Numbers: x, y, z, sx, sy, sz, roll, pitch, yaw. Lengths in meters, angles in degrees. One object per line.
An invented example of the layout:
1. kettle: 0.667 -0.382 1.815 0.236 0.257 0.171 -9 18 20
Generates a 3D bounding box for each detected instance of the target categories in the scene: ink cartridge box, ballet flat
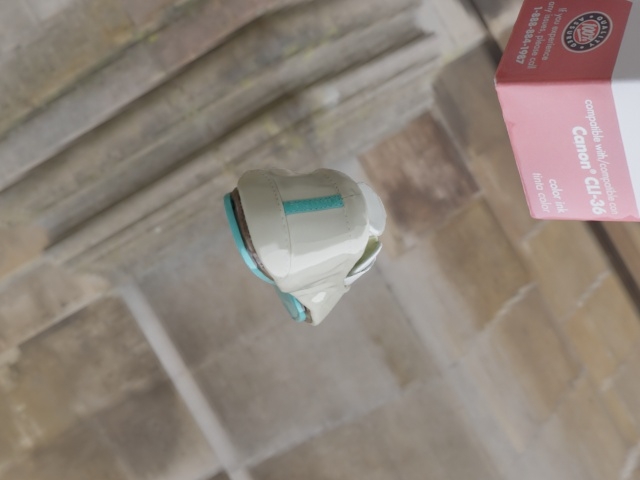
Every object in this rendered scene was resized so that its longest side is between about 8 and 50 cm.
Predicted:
1. ink cartridge box: 0.169 -0.065 0.452 0.198 0.067 0.115 2 -133 27
2. ballet flat: 0.000 0.000 0.820 0.086 0.086 0.248 -30 176 -1
